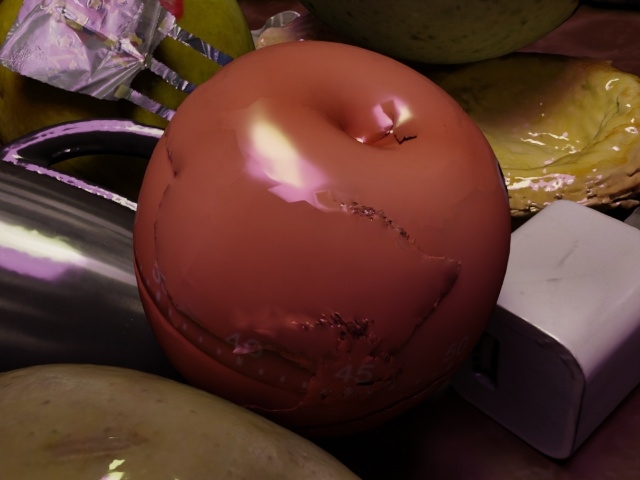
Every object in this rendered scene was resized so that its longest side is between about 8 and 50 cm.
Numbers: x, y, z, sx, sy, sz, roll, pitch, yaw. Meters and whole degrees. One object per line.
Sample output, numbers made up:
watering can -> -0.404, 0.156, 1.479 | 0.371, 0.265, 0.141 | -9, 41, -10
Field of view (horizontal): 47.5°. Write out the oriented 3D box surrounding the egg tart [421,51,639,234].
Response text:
egg tart -> 0.203, -0.094, 0.750 | 0.315, 0.120, 0.315 | -5, 37, 4

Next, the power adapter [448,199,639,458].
power adapter -> 0.207, 0.047, 0.570 | 0.205, 0.130, 0.125 | -32, 45, -28

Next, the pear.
pear -> -0.191, -0.138, 0.766 | 0.287, 0.287, 0.375 | -21, 71, -15

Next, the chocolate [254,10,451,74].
chocolate -> 0.060, -0.247, 0.954 | 0.309, 0.134, 0.134 | -16, 40, -17

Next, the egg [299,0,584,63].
egg -> 0.118, -0.334, 0.767 | 0.379, 0.287, 0.287 | 15, 44, 37

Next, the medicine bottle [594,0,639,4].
medicine bottle -> 0.439, -0.418, 1.114 | 0.168, 0.105, 0.105 | 13, 44, 23

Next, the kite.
kite -> -0.156, -0.159, 0.625 | 0.245, 0.015, 0.141 | 31, 81, 12

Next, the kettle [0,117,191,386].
kettle -> -0.183, 0.048, 0.594 | 0.271, 0.207, 0.250 | 16, 40, 3

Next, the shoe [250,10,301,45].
shoe -> -0.067, -0.280, 1.061 | 0.169, 0.071, 0.099 | -12, 1, 34

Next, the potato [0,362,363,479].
potato -> -0.108, 0.183, 0.366 | 0.326, 0.243, 0.221 | 15, 48, 24

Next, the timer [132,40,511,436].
timer -> 0.000, 0.000, 0.452 | 0.230, 0.214, 0.229 | 7, 45, -8
